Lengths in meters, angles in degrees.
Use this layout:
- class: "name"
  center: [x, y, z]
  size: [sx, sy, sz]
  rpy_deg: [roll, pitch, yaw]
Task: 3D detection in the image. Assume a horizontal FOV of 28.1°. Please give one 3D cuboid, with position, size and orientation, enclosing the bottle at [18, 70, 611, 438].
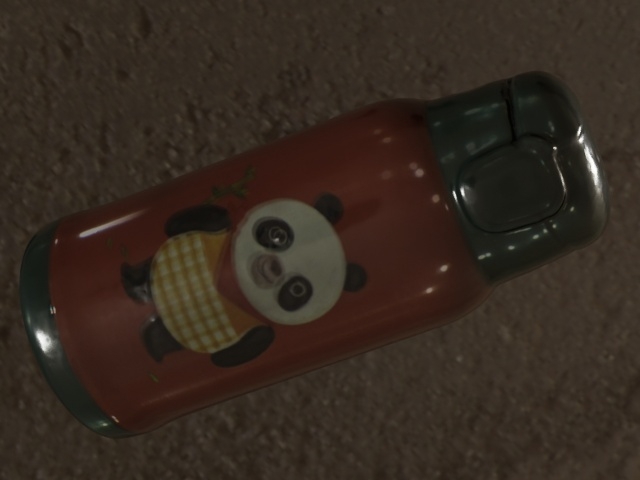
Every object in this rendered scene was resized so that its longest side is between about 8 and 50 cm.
- class: "bottle"
  center: [0.000, 0.000, 0.752]
  size: [0.336, 0.144, 0.144]
  rpy_deg: [-21, 135, 15]
